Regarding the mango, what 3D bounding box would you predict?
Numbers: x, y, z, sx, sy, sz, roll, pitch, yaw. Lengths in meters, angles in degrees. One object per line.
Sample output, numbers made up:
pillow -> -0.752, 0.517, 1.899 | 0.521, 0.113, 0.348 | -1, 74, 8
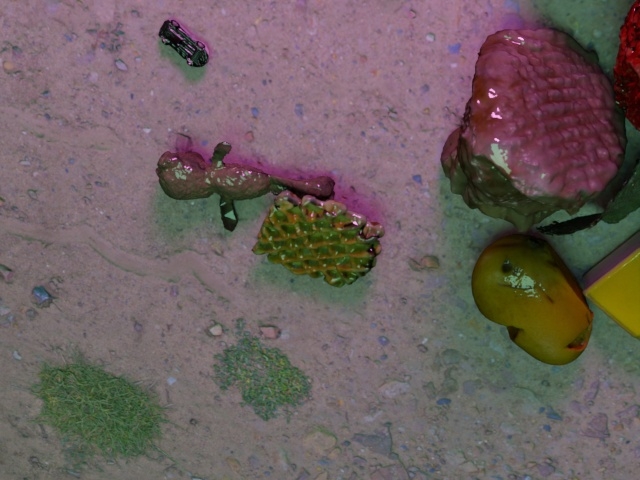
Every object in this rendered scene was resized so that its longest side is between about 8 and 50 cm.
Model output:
mango -> 0.352, 0.104, 1.437 | 0.167, 0.130, 0.262 | -29, 114, 35

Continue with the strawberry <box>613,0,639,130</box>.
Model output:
strawberry -> 0.485, -0.223, 1.145 | 0.220, 0.274, 0.274 | -5, 123, 51

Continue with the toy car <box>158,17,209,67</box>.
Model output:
toy car -> -0.216, -0.314, 1.401 | 0.093, 0.025, 0.041 | 40, 124, -6

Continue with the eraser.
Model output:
eraser -> 0.546, 0.056, 1.387 | 0.158, 0.069, 0.226 | 38, 123, -10

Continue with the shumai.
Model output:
shumai -> 0.251, -0.130, 1.248 | 0.267, 0.314, 0.262 | 54, 136, 0

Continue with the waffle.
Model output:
waffle -> 0.001, -0.002, 1.482 | 0.204, 0.054, 0.223 | 23, 144, -5

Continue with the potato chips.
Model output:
potato chips -> 0.433, -0.058, 1.303 | 0.228, 0.167, 0.059 | -37, 69, 15

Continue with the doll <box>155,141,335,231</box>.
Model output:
doll -> -0.132, -0.103, 1.470 | 0.285, 0.091, 0.202 | -5, 153, 30
